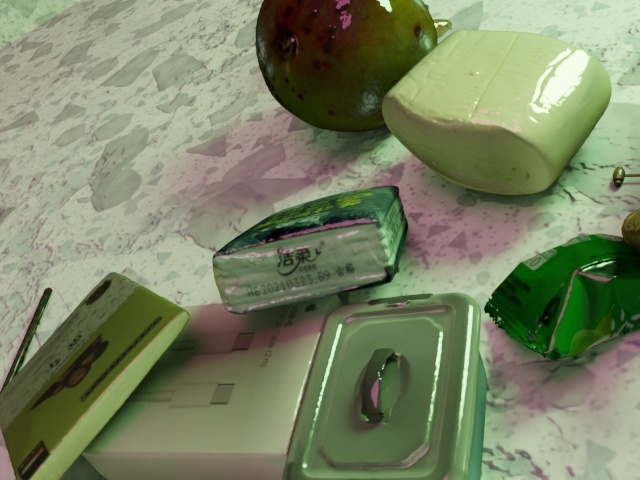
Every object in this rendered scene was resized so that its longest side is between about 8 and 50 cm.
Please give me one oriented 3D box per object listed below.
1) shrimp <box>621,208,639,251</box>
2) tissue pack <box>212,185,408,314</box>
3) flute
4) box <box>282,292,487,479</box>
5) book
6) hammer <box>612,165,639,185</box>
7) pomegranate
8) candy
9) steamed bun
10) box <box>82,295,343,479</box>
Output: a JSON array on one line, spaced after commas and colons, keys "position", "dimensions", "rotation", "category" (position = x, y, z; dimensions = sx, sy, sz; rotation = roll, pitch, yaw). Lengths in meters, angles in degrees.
[{"position": [0.346, -0.022, 0.693], "dimensions": [0.132, 0.051, 0.187], "rotation": [-17, 1, 23], "category": "shrimp"}, {"position": [0.000, 0.000, 0.875], "dimensions": [0.185, 0.081, 0.257], "rotation": [-14, 9, 13], "category": "tissue pack"}, {"position": [-0.439, 0.164, 1.105], "dimensions": [0.014, 0.014, 0.269], "rotation": [-16, 39, 15], "category": "flute"}, {"position": [0.072, 0.161, 0.695], "dimensions": [0.162, 0.130, 0.227], "rotation": [-9, 40, 24], "category": "box"}, {"position": [-0.289, 0.148, 0.907], "dimensions": [0.239, 0.035, 0.352], "rotation": [-50, 23, -15], "category": "book"}, {"position": [0.401, -0.075, 0.866], "dimensions": [0.123, 0.014, 0.029], "rotation": [2, 57, 32], "category": "hammer"}, {"position": [0.050, -0.299, 1.181], "dimensions": [0.291, 0.290, 0.323], "rotation": [-7, 0, 26], "category": "pomegranate"}, {"position": [0.275, 0.045, 0.752], "dimensions": [0.203, 0.078, 0.141], "rotation": [-24, 37, -3], "category": "candy"}, {"position": [0.219, -0.154, 0.955], "dimensions": [0.250, 0.154, 0.200], "rotation": [21, 61, 38], "category": "steamed bun"}, {"position": [-0.099, 0.170, 0.816], "dimensions": [0.252, 0.106, 0.203], "rotation": [-6, 40, 25], "category": "box"}]
